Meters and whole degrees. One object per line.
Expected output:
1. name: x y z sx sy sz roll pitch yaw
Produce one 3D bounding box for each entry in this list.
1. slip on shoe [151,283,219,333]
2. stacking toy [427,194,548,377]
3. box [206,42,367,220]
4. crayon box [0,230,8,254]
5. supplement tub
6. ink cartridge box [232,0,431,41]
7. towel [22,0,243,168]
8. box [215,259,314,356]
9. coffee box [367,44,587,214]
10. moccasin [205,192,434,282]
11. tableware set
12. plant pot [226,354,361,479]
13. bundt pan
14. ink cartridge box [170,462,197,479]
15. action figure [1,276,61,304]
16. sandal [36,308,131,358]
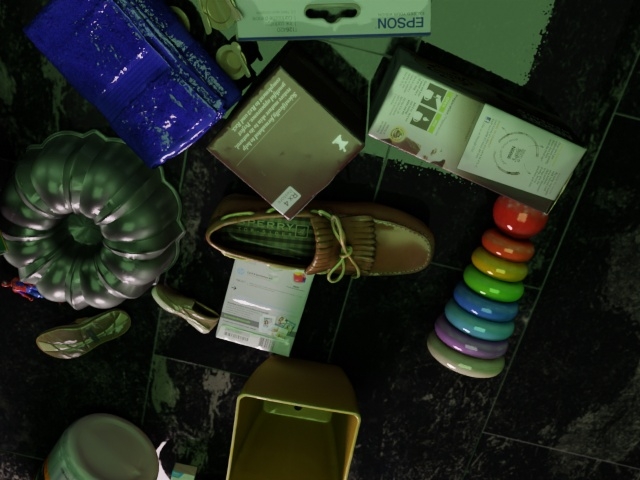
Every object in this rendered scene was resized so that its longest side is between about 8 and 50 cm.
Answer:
1. slip on shoe: -0.247 0.120 1.362 0.135 0.051 0.041 41 117 -16
2. stacking toy: 0.294 0.063 1.257 0.141 0.141 0.330 14 110 -2
3. box: -0.043 -0.173 1.130 0.167 0.203 0.168 42 110 -13
4. crayon box: -0.610 -0.127 1.174 0.083 0.203 0.322 -23 106 -27
5. supplement tub: -0.489 0.527 1.483 0.207 0.207 0.338 33 112 -10
6. ink cartridge box: 0.013 -0.452 1.068 0.304 0.072 0.307 0 125 4
7. towel: -0.299 -0.273 1.151 0.228 0.076 0.308 -34 105 30
8. box: -0.102 0.113 1.355 0.145 0.038 0.186 15 116 -3
9. coffee box: 0.230 -0.173 1.127 0.297 0.168 0.118 23 114 -5
10. moccasin: 0.001 -0.003 1.233 0.380 0.147 0.139 12 115 -1
11. tableware set: -0.183 -0.311 1.150 0.169 0.020 0.141 -6 117 31
12. plant pot: -0.045 0.331 1.368 0.212 0.187 0.212 10 115 -1
13. bundt pan: -0.410 -0.020 1.274 0.331 0.124 0.330 2 114 4
14. ink cartridge box: -0.293 0.514 1.558 0.048 0.028 0.083 14 115 -2
15. action figure: -0.543 0.092 1.388 0.115 0.030 0.038 14 120 0
16. sandal: -0.449 0.172 1.409 0.180 0.049 0.072 -22 117 -2
